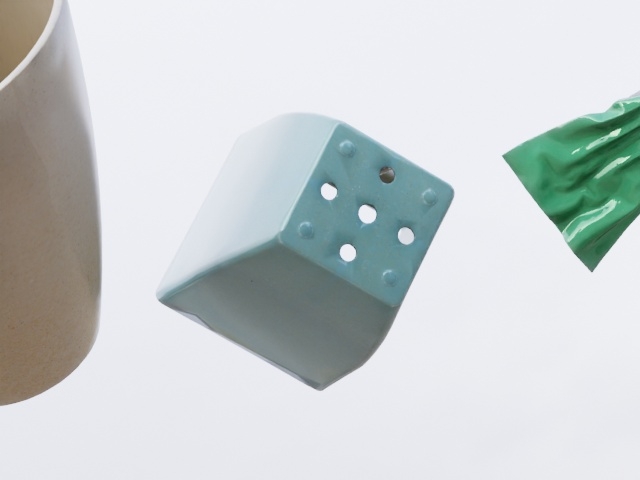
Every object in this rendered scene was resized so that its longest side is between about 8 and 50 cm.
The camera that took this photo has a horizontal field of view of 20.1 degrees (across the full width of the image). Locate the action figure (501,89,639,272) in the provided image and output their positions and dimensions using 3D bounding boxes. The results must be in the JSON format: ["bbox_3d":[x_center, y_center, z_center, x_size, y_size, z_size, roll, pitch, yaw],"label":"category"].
[{"bbox_3d":[0.297,-0.093,1.627,0.232,0.137,0.063,-36,12,14],"label":"action figure"}]

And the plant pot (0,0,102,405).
[{"bbox_3d":[-0.252,-0.025,1.212,0.256,0.256,0.274,-19,-50,-2],"label":"plant pot"}]

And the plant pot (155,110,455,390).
[{"bbox_3d":[0.000,0.000,1.407,0.165,0.165,0.234,30,-16,-10],"label":"plant pot"}]
